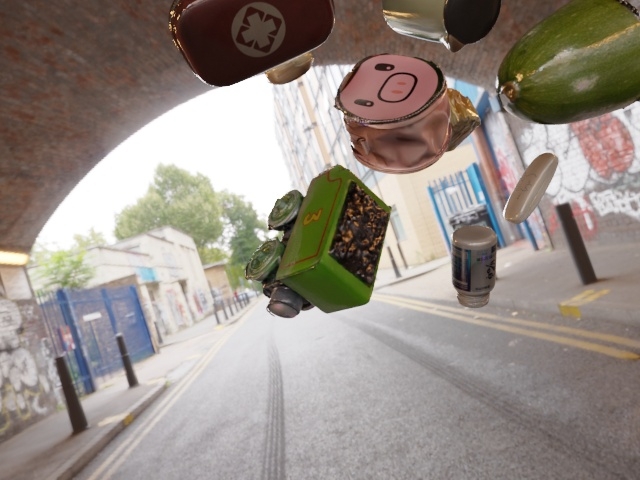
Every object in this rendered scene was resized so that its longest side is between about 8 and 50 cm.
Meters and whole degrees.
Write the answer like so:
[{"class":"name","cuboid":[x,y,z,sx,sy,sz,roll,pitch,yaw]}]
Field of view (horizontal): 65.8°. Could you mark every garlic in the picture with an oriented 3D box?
[{"class":"garlic","cuboid":[-0.133,-0.646,1.825,0.207,0.128,0.115,-22,-44,17]}]

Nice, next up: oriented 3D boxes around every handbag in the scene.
[{"class":"handbag","cuboid":[0.123,-0.211,0.806,0.180,0.205,0.116,14,-34,20]}]

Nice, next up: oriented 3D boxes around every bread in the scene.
[{"class":"bread","cuboid":[0.470,-0.465,1.909,0.236,0.183,0.389,-47,-18,27]}]

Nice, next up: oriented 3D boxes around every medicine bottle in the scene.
[{"class":"medicine bottle","cuboid":[0.379,0.067,1.224,0.107,0.191,0.107,-6,25,3]}]

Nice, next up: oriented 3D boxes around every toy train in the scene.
[{"class":"toy train","cuboid":[0.000,0.000,0.970,0.249,0.173,0.307,-23,38,43]}]

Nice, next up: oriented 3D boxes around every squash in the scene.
[{"class":"squash","cuboid":[0.581,-0.397,1.226,0.309,0.310,0.310,-30,-2,-3]}]

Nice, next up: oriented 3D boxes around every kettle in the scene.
[{"class":"kettle","cuboid":[0.275,-0.547,1.076,0.165,0.240,0.255,13,22,-29]}]

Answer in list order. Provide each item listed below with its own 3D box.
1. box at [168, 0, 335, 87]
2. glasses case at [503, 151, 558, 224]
[{"class":"box","cuboid":[-0.160,-0.540,1.212,0.404,0.108,0.263,-24,-41,2]},{"class":"glasses case","cuboid":[0.615,-0.153,1.447,0.233,0.059,0.092,-59,14,0]}]
